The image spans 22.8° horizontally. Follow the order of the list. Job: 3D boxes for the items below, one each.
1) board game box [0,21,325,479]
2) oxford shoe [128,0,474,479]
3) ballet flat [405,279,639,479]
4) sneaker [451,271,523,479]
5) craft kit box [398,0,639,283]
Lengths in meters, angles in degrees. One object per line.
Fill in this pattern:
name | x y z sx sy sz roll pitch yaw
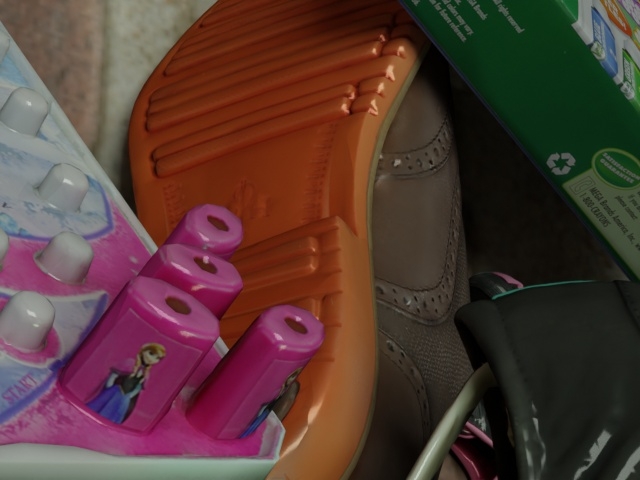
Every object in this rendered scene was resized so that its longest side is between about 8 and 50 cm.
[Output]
board game box | -0.225 -0.094 0.417 0.390 0.050 0.390 10 34 -48
oxford shoe | 0.000 0.000 0.640 0.133 0.130 0.364 57 31 -35
ballet flat | 0.046 0.141 0.438 0.096 0.095 0.280 12 66 4
sneaker | 0.072 0.067 0.673 0.057 0.047 0.119 -2 61 -21
craft kit box | 0.115 -0.115 0.714 0.250 0.061 0.247 46 27 -29
